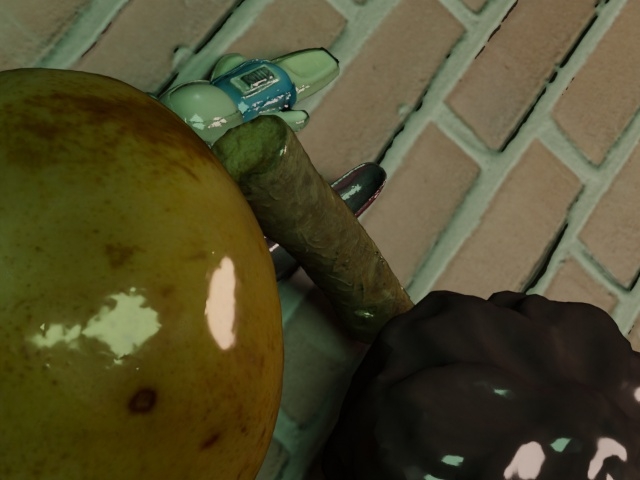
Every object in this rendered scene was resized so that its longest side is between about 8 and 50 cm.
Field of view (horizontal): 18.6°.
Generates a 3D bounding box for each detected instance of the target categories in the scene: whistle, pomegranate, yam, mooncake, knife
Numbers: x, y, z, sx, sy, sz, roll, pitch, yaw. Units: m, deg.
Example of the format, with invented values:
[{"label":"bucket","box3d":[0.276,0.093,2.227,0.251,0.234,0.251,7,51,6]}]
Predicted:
[{"label":"whistle","box3d":[-0.074,-0.128,1.828,0.114,0.077,0.235,41,46,23]},{"label":"pomegranate","box3d":[-0.220,0.072,1.502,0.416,0.416,0.417,9,72,-29]},{"label":"yam","box3d":[0.000,0.000,1.727,0.357,0.081,0.081,53,46,-55]},{"label":"mooncake","box3d":[0.181,0.214,1.754,0.350,0.212,0.381,25,42,-4]},{"label":"knife","box3d":[-0.046,0.002,1.821,0.123,0.053,0.278,43,53,17]}]
